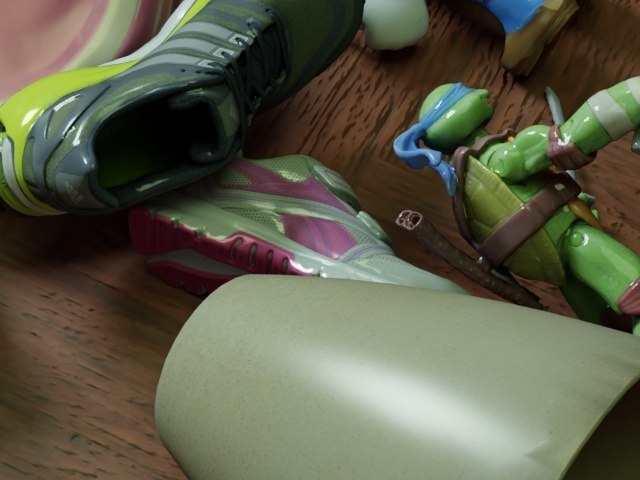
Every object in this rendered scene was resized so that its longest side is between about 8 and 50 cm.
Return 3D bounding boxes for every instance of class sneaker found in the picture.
[{"bbox_3d":[-0.075,-0.097,1.033,0.300,0.111,0.121,-37,33,-24],"label":"sneaker"},{"bbox_3d":[0.000,0.000,1.052,0.252,0.103,0.111,24,58,8],"label":"sneaker"}]

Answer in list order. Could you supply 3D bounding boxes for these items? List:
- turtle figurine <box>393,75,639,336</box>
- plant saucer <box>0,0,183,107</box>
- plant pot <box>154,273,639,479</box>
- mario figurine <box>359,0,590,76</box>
[{"bbox_3d":[0.209,-0.026,1.031,0.275,0.198,0.266,-23,76,-46],"label":"turtle figurine"},{"bbox_3d":[-0.253,-0.193,1.068,0.332,0.084,0.332,1,87,-14],"label":"plant saucer"},{"bbox_3d":[0.043,0.129,0.907,0.274,0.256,0.256,24,55,28],"label":"plant pot"},{"bbox_3d":[0.074,-0.264,1.253,0.320,0.170,0.198,39,23,6],"label":"mario figurine"}]
